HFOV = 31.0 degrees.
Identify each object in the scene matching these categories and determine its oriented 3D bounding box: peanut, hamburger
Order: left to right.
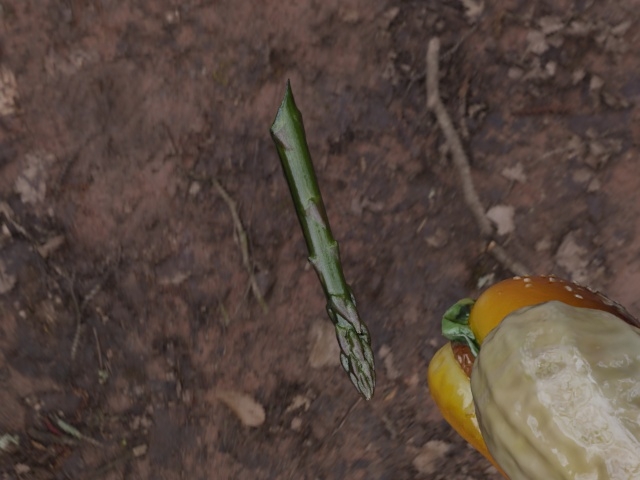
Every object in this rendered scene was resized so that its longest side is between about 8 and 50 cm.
[{"bbox_3d":[0.228,0.130,1.082,0.246,0.246,0.170,39,104,7],"label":"hamburger"},{"bbox_3d":[0.247,0.183,0.844,0.158,0.174,0.340,-43,63,10],"label":"peanut"}]

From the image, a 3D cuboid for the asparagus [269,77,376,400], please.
[{"bbox_3d":[0.001,0.000,0.822,0.027,0.034,0.236,-17,84,-2],"label":"asparagus"}]
